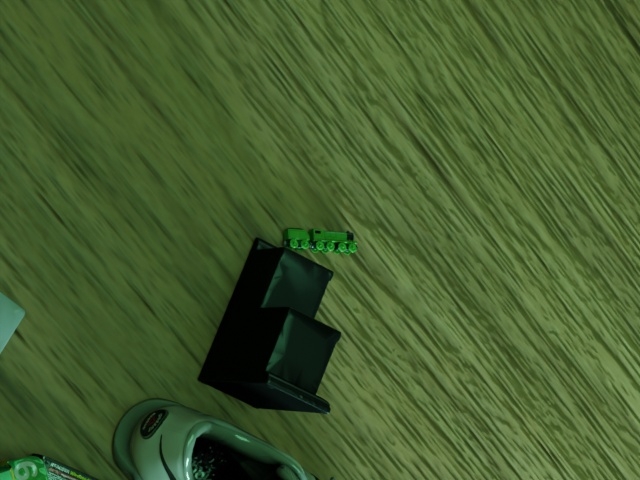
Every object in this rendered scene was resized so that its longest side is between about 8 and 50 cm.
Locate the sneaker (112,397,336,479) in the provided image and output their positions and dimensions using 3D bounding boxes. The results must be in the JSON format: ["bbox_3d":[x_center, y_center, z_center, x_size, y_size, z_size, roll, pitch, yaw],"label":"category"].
[{"bbox_3d":[-0.039,0.269,1.647,0.330,0.146,0.122,36,70,-23],"label":"sneaker"}]

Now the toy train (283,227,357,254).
[{"bbox_3d":[0.000,0.000,1.752,0.083,0.017,0.023,4,75,-27],"label":"toy train"}]

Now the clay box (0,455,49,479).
[{"bbox_3d":[-0.334,0.276,1.514,0.222,0.053,0.127,-15,95,-13],"label":"clay box"}]

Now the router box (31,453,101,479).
[{"bbox_3d":[-0.227,0.261,1.606,0.122,0.038,0.092,29,76,-24],"label":"router box"}]

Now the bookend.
[{"bbox_3d":[-0.029,0.078,1.654,0.072,0.156,0.157,28,74,-23],"label":"bookend"}]

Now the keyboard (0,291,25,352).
[{"bbox_3d":[-0.379,0.016,1.549,0.256,0.014,0.072,40,52,-21],"label":"keyboard"}]
